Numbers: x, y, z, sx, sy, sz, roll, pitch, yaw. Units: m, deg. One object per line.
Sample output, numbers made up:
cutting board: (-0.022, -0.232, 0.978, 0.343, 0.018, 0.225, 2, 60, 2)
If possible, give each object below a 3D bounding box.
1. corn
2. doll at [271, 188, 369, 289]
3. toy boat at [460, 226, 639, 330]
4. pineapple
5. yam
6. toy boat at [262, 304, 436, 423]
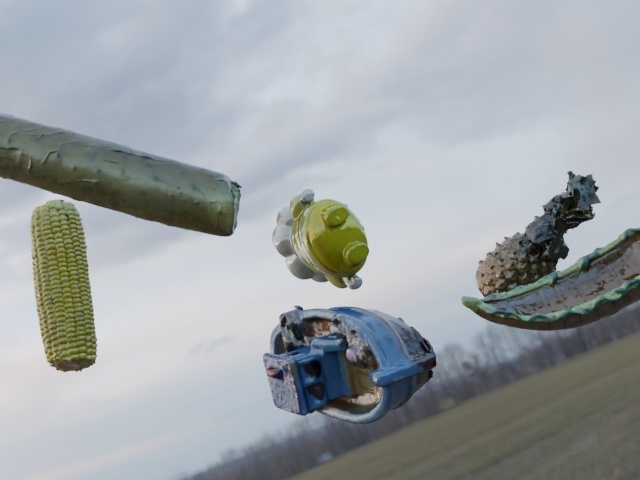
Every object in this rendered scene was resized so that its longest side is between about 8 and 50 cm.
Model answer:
corn: (-0.371, 0.064, 1.501, 0.081, 0.248, 0.081, -9, -14, -2)
doll: (0.000, 0.000, 1.022, 0.062, 0.106, 0.162, -29, 5, -17)
toy boat: (0.330, 0.064, 1.375, 0.292, 0.099, 0.108, -21, 31, -3)
pineapple: (0.343, -0.003, 1.623, 0.125, 0.125, 0.251, -11, -38, -45)
yam: (-0.269, -0.081, 1.159, 0.371, 0.083, 0.083, 14, -12, 0)
toy boat: (0.007, 0.102, 0.858, 0.097, 0.100, 0.223, -14, 3, -25)
